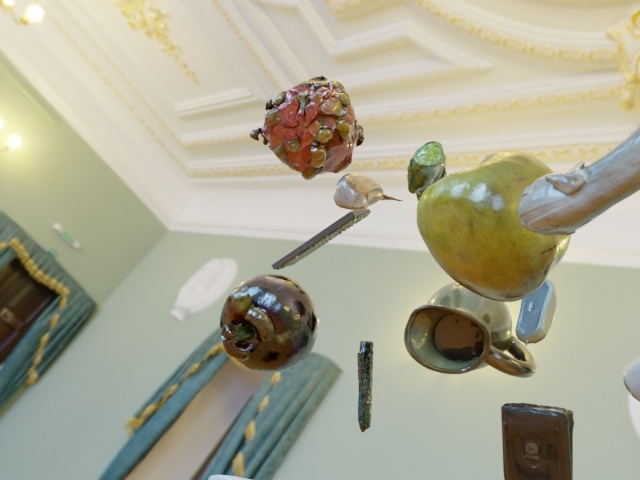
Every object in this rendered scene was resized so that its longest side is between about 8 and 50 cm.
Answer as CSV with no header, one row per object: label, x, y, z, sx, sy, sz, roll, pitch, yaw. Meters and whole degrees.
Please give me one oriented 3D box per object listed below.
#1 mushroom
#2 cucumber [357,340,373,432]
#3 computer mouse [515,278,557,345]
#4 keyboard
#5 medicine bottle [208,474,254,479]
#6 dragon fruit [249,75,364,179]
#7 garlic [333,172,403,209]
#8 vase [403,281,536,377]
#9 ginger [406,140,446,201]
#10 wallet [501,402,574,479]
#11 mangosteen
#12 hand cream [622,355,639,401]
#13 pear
mushroom,0.390,-0.083,0.960,0.099,0.096,0.278,54,-41,1
cucumber,0.126,0.412,1.954,0.043,0.257,0.044,-4,-15,25
computer mouse,0.525,0.179,1.666,0.056,0.182,0.089,34,-27,-26
keyboard,0.000,-0.001,1.073,0.176,0.055,0.014,-33,-100,31
medicine bottle,-0.169,0.622,1.296,0.190,0.332,0.190,12,-29,7
dragon fruit,-0.015,-0.324,2.018,0.296,0.314,0.263,55,-8,-9
garlic,0.115,-0.119,1.800,0.128,0.090,0.198,27,17,30
vase,0.405,0.253,1.786,0.329,0.241,0.302,28,15,17
ginger,0.285,-0.181,1.857,0.089,0.137,0.290,20,0,15
wallet,0.525,0.515,1.666,0.168,0.052,0.245,0,-77,23
mangosteen,-0.127,0.185,1.512,0.228,0.228,0.265,26,14,24
hand cream,0.885,0.263,1.652,0.185,0.118,0.359,18,-49,-14
pear,0.356,-0.023,1.400,0.304,0.304,0.304,31,-25,16
